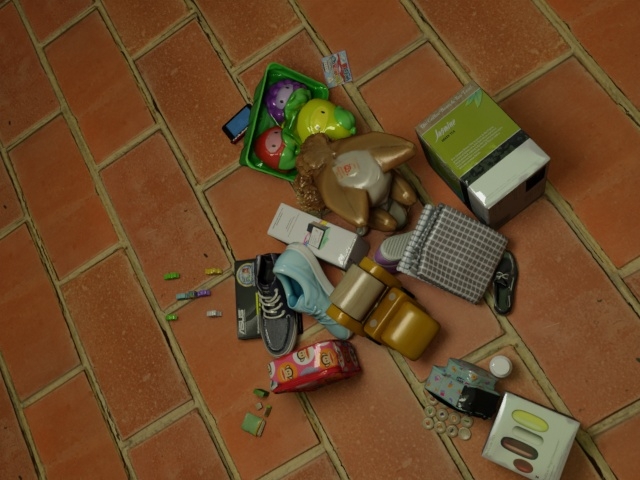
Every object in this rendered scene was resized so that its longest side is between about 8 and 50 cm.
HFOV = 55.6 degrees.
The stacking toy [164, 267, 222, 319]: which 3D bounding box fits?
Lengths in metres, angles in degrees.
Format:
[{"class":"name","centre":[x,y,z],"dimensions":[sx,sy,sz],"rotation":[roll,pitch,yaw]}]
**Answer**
[{"class":"stacking toy","centre":[-0.447,0.191,2.126],"dimensions":[0.221,0.052,0.166],"rotation":[-8,74,17]}]

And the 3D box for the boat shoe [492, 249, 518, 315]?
[{"class":"boat shoe","centre":[0.556,0.123,1.829],"dimensions":[0.075,0.065,0.205],"rotation":[4,79,18]}]

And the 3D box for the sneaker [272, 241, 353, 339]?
[{"class":"sneaker","centre":[-0.034,0.189,1.871],"dimensions":[0.150,0.135,0.365],"rotation":[-46,110,-34]}]

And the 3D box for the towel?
[{"class":"towel","centre":[0.398,0.040,1.789],"dimensions":[0.284,0.121,0.234],"rotation":[24,92,-24]}]

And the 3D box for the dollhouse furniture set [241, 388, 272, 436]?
[{"class":"dollhouse furniture set","centre":[-0.210,0.560,1.968],"dimensions":[0.076,0.058,0.151],"rotation":[19,84,20]}]

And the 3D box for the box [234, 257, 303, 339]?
[{"class":"box","centre":[-0.176,0.190,2.036],"dimensions":[0.217,0.060,0.269],"rotation":[-7,76,14]}]

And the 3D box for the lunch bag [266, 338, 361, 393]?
[{"class":"lunch bag","centre":[-0.034,0.387,1.829],"dimensions":[0.258,0.293,0.120],"rotation":[-22,72,15]}]

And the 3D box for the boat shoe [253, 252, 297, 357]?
[{"class":"boat shoe","centre":[-0.155,0.198,1.912],"dimensions":[0.127,0.158,0.340],"rotation":[-8,76,14]}]

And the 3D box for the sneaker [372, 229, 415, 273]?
[{"class":"sneaker","centre":[0.294,0.034,1.913],"dimensions":[0.283,0.161,0.102],"rotation":[-6,64,-18]}]

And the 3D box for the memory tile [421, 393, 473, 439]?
[{"class":"memory tile","centre":[0.384,0.528,1.822],"dimensions":[0.148,0.012,0.113],"rotation":[11,82,18]}]

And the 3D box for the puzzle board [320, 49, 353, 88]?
[{"class":"puzzle board","centre":[0.056,-0.611,2.165],"dimensions":[0.097,0.011,0.128],"rotation":[-16,74,13]}]

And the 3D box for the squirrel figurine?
[{"class":"squirrel figurine","centre":[0.110,-0.163,1.867],"dimensions":[0.397,0.370,0.280],"rotation":[25,83,25]}]

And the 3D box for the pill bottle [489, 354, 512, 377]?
[{"class":"pill bottle","centre":[0.523,0.365,1.759],"dimensions":[0.065,0.116,0.065],"rotation":[-4,78,17]}]

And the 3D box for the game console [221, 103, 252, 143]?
[{"class":"game console","centre":[-0.289,-0.425,2.192],"dimensions":[0.144,0.124,0.085],"rotation":[-42,97,5]}]

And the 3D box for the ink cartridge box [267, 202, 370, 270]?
[{"class":"ink cartridge box","centre":[0.000,0.000,1.949],"dimensions":[0.278,0.201,0.117],"rotation":[24,86,20]}]

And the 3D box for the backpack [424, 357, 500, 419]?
[{"class":"backpack","centre":[0.403,0.419,1.750],"dimensions":[0.188,0.166,0.144],"rotation":[8,80,53]}]

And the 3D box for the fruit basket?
[{"class":"fruit basket","centre":[-0.076,-0.377,1.986],"dimensions":[0.392,0.283,0.391],"rotation":[-32,49,48]}]

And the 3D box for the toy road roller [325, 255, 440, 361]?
[{"class":"toy road roller","centre":[0.201,0.217,1.781],"dimensions":[0.241,0.330,0.202],"rotation":[34,89,42]}]

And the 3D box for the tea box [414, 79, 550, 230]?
[{"class":"tea box","centre":[0.477,-0.235,1.790],"dimensions":[0.220,0.329,0.323],"rotation":[-39,69,6]}]

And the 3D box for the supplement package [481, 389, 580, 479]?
[{"class":"supplement package","centre":[0.579,0.547,1.687],"dimensions":[0.203,0.149,0.194],"rotation":[20,85,19]}]
